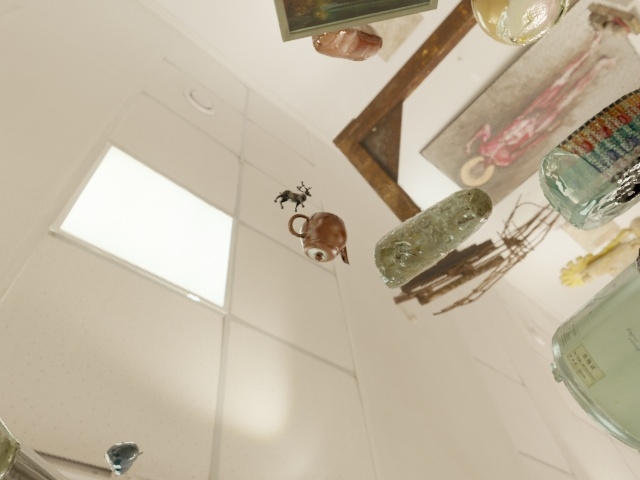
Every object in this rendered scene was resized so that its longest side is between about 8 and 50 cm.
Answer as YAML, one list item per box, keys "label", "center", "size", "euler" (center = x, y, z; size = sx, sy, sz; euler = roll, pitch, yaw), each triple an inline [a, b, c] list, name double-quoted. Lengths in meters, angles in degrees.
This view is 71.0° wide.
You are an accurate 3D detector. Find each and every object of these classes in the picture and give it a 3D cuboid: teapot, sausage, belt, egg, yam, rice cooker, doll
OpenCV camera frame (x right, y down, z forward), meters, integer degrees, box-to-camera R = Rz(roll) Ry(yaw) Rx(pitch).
- label: "teapot"
  center: [0.000, 0.000, 1.012]
  size: [0.173, 0.116, 0.116]
  euler: [29, -153, -22]
- label: "sausage"
  center: [0.063, -0.473, 1.051]
  size: [0.083, 0.089, 0.300]
  euler: [60, -148, 1]
- label: "belt"
  center: [0.536, -0.141, 0.817]
  size: [0.207, 0.257, 0.150]
  euler: [21, -148, -50]
- label: "egg"
  center: [0.169, -0.220, 0.386]
  size: [0.080, 0.080, 0.096]
  euler: [20, -133, -44]
- label: "yam"
  center: [0.249, -0.007, 1.033]
  size: [0.133, 0.330, 0.133]
  euler: [23, -132, -28]
- label: "rice cooker"
  center: [0.523, 0.152, 0.659]
  size: [0.264, 0.316, 0.316]
  euler: [27, -155, -4]
- label: "doll"
  center: [-0.402, 0.442, 0.919]
  size: [0.076, 0.083, 0.050]
  euler: [-2, -134, -27]

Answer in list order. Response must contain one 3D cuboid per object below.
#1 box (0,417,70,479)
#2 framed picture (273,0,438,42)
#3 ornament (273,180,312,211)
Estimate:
- label: "box"
  center: [-0.404, 0.345, 0.471]
  size: [0.138, 0.274, 0.178]
  euler: [18, 142, 39]
- label: "framed picture"
  center: [0.052, -0.376, 0.623]
  size: [0.184, 0.250, 0.016]
  euler: [77, -179, -67]
- label: "ornament"
  center: [-0.060, -0.107, 1.050]
  size: [0.074, 0.028, 0.125]
  euler: [13, -147, 5]
